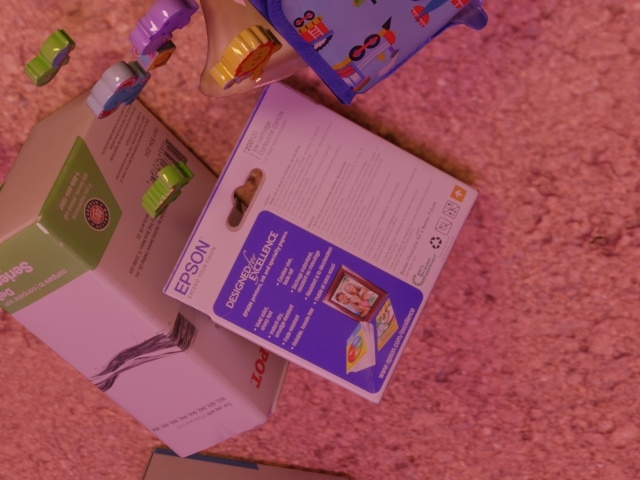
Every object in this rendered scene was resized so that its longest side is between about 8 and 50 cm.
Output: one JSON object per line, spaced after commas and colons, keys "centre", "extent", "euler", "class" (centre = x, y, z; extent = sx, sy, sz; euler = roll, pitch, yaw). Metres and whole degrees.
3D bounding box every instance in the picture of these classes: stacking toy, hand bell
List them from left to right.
{"centre": [-0.140, -0.138, 1.169], "extent": [0.167, 0.052, 0.221], "euler": [49, 133, 11], "class": "stacking toy"}
{"centre": [-0.083, -0.243, 1.161], "extent": [0.126, 0.126, 0.242], "euler": [-14, 113, 24], "class": "hand bell"}

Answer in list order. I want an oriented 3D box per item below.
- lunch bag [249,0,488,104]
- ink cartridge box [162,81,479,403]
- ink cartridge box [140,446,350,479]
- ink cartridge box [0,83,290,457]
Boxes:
{"centre": [0.026, -0.245, 1.067], "extent": [0.221, 0.138, 0.293], "euler": [-42, 127, 6], "class": "lunch bag"}
{"centre": [0.000, 0.000, 1.283], "extent": [0.208, 0.206, 0.045], "euler": [29, 170, -12], "class": "ink cartridge box"}
{"centre": [-0.087, 0.387, 1.684], "extent": [0.223, 0.129, 0.307], "euler": [7, 132, 7], "class": "ink cartridge box"}
{"centre": [-0.150, 0.026, 1.330], "extent": [0.115, 0.198, 0.273], "euler": [-27, 120, 33], "class": "ink cartridge box"}
